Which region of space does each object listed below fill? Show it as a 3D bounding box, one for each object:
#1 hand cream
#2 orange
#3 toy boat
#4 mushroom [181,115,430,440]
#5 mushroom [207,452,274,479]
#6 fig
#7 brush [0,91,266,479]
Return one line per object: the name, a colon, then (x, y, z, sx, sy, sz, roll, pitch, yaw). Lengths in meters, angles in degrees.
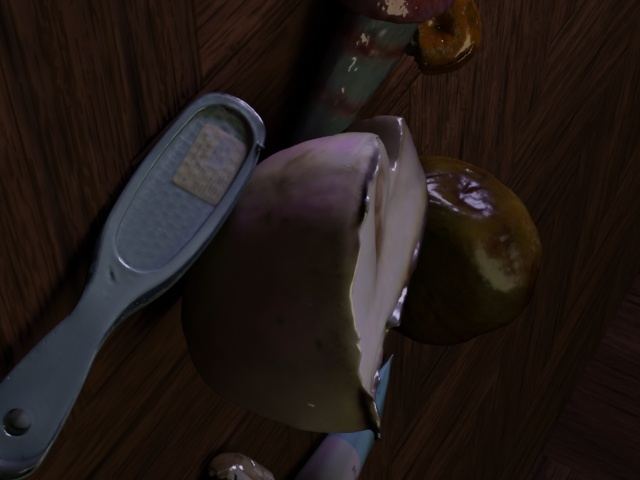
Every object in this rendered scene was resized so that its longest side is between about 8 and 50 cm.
hand cream: (0.017, 0.253, 1.444, 0.312, 0.070, 0.111, -52, 155, -54)
orange: (0.107, -0.194, 1.146, 0.062, 0.086, 0.086, -85, -165, -80)
toy boat: (0.027, -0.136, 1.017, 0.282, 0.096, 0.206, -63, 174, 18)
mushroom: (-0.027, -0.006, 0.897, 0.162, 0.173, 0.236, 78, 21, -47)
mushroom: (-0.102, 0.304, 1.134, 0.225, 0.093, 0.116, -54, 136, -19)
fig: (0.102, -0.034, 1.191, 0.191, 0.190, 0.290, -53, 139, -33)
brush: (-0.132, 0.029, 0.824, 0.297, 0.068, 0.060, -56, -178, -22)
